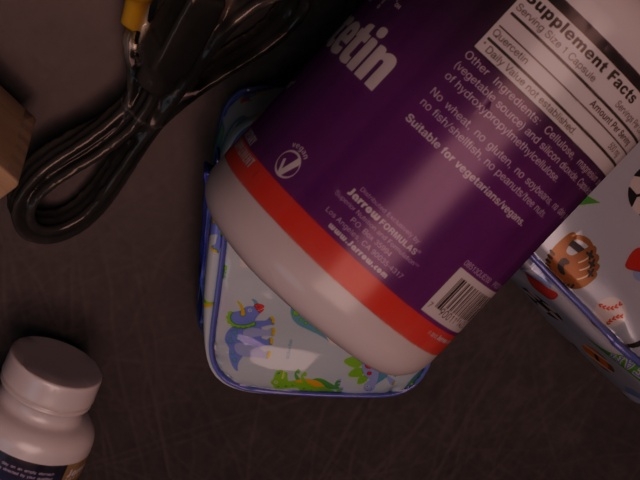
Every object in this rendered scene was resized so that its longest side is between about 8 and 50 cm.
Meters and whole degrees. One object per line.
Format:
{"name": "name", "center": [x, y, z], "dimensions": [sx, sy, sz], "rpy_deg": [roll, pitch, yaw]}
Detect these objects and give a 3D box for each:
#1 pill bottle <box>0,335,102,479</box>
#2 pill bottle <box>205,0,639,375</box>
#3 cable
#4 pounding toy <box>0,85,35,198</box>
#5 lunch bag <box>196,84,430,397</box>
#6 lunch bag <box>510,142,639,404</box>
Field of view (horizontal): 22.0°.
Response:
{"name": "pill bottle", "center": [-0.220, 0.158, 1.200], "dimensions": [0.094, 0.094, 0.169], "rpy_deg": [19, 111, -16]}
{"name": "pill bottle", "center": [0.093, -0.086, 0.997], "dimensions": [0.181, 0.181, 0.323], "rpy_deg": [40, 97, -22]}
{"name": "cable", "center": [-0.113, -0.116, 1.124], "dimensions": [0.139, 0.072, 0.287], "rpy_deg": [7, 131, -40]}
{"name": "pounding toy", "center": [-0.293, -0.032, 1.107], "dimensions": [0.206, 0.094, 0.181], "rpy_deg": [-33, 119, 22]}
{"name": "lunch bag", "center": [0.000, 0.000, 1.160], "dimensions": [0.176, 0.090, 0.219], "rpy_deg": [2, 115, -10]}
{"name": "lunch bag", "center": [0.265, -0.016, 1.166], "dimensions": [0.303, 0.115, 0.243], "rpy_deg": [42, 84, -24]}
